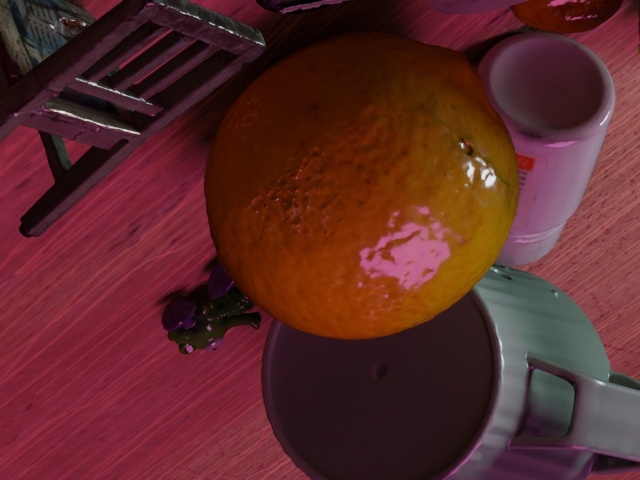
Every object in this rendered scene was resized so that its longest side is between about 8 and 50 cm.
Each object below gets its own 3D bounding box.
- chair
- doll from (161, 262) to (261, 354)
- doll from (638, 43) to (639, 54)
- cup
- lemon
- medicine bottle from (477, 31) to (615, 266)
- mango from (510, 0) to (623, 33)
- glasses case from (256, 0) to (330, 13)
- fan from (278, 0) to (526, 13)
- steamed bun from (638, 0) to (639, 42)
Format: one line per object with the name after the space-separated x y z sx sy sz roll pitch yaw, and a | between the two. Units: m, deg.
-0.195 -0.137 1.335 0.270 0.147 0.136 -38 150 27 | chair
-0.087 0.057 1.904 0.190 0.050 0.115 -44 150 18 | doll
0.428 -0.233 1.799 0.241 0.098 0.135 -16 172 -18 | doll
0.168 0.145 1.931 0.401 0.310 0.392 -20 164 17 | cup
0.038 -0.048 1.580 0.293 0.293 0.293 -21 154 -11 | lemon
0.207 -0.085 1.809 0.144 0.144 0.252 -20 151 -14 | medicine bottle
0.231 -0.227 1.676 0.114 0.057 0.079 -8 154 -17 | mango
0.031 -0.273 1.386 0.103 0.067 0.266 -3 147 -39 | glasses case
0.117 -0.213 1.490 0.329 0.009 0.191 -12 169 -23 | fan
0.416 -0.221 1.588 0.177 0.283 0.283 8 142 -18 | steamed bun
